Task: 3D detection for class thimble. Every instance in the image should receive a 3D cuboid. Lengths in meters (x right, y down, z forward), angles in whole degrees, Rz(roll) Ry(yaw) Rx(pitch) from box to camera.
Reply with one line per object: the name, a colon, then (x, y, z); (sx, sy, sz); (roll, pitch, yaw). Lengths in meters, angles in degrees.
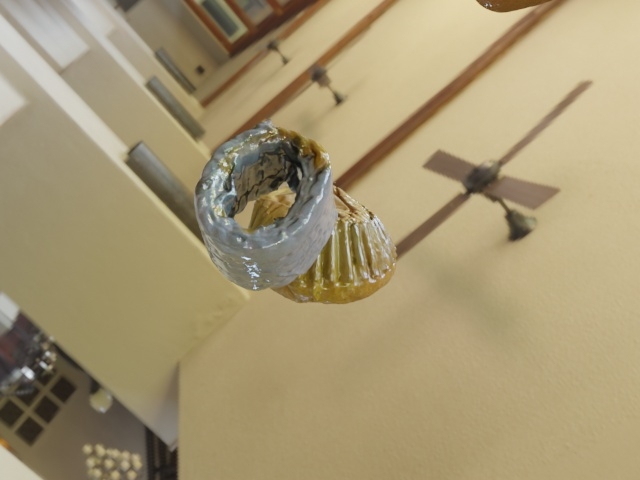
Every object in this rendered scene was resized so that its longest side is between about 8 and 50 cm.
thimble: (-0.056, -0.032, 0.873); (0.151, 0.127, 0.118); (-52, 164, -21)

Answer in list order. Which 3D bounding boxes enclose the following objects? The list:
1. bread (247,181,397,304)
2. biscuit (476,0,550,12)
bread: (0.001, 0.004, 1.261); (0.240, 0.240, 0.139); (-90, -174, -67)
biscuit: (0.309, -0.436, 1.307); (0.192, 0.186, 0.036); (-10, -131, 25)
